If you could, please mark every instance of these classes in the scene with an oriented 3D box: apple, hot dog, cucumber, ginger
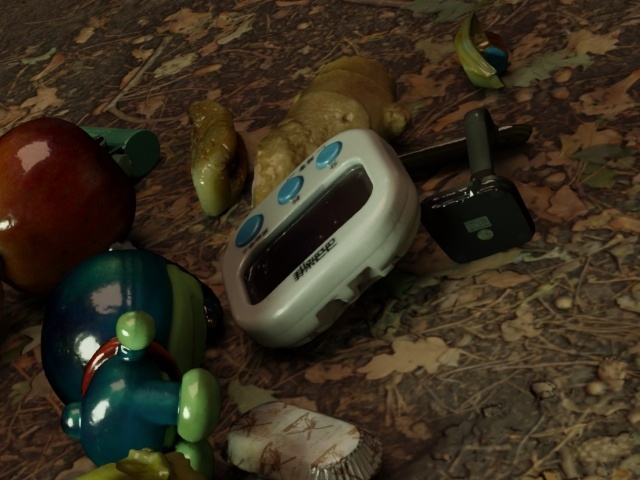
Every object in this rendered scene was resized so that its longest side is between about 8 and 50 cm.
[{"bbox_3d":[-0.356,-0.049,1.847,0.234,0.234,0.234,-14,32,9],"label":"apple"},{"bbox_3d":[-0.143,-0.124,1.976,0.073,0.084,0.242,-19,31,4],"label":"hot dog"},{"bbox_3d":[-0.186,0.060,1.745,0.067,0.067,0.245,-36,37,-24],"label":"cucumber"},{"bbox_3d":[-0.018,0.212,1.423,0.108,0.059,0.191,-32,28,-32],"label":"hot dog"},{"bbox_3d":[0.003,-0.128,1.870,0.189,0.126,0.354,16,49,29],"label":"ginger"}]

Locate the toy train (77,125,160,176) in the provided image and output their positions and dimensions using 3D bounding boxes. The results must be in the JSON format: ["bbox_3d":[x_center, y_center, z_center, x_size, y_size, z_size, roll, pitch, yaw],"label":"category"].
[{"bbox_3d":[-0.359,-0.129,2.102,0.248,0.101,0.159,6,27,33],"label":"toy train"}]

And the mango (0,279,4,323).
[{"bbox_3d":[-0.507,0.127,1.743,0.191,0.160,0.290,-5,44,12],"label":"mango"}]

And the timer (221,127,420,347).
[{"bbox_3d":[0.000,0.000,1.641,0.262,0.087,0.237,-43,31,12],"label":"timer"}]

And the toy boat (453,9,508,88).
[{"bbox_3d":[0.230,-0.270,2.006,0.066,0.065,0.172,-28,35,12],"label":"toy boat"}]

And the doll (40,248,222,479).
[{"bbox_3d":[-0.206,0.127,1.517,0.186,0.199,0.322,2,25,-13],"label":"doll"}]

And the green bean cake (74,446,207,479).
[{"bbox_3d":[-0.252,0.310,1.270,0.309,0.202,0.285,-2,34,26],"label":"green bean cake"}]

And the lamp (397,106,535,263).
[{"bbox_3d":[0.151,-0.077,1.712,0.203,0.124,0.283,-21,28,18],"label":"lamp"}]
